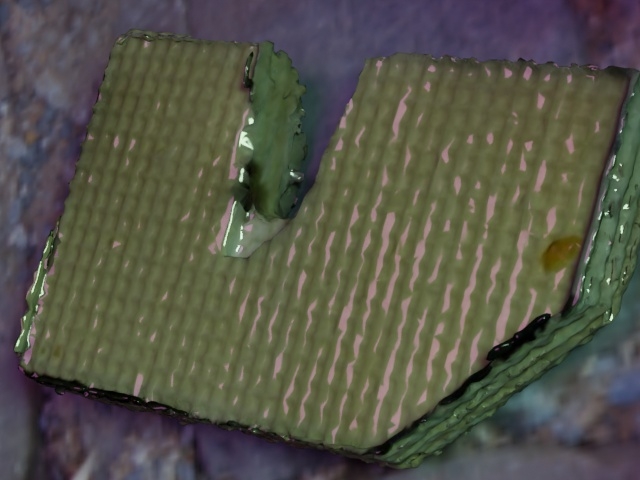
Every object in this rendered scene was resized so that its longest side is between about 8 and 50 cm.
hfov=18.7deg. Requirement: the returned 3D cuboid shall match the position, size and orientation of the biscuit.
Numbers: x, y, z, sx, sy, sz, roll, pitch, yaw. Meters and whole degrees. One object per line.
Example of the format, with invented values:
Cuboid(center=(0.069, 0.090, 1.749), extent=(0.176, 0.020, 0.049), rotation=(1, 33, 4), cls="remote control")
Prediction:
Cuboid(center=(0.000, 0.000, 0.691), extent=(0.250, 0.046, 0.147), rotation=(7, 78, 41), cls="biscuit")
